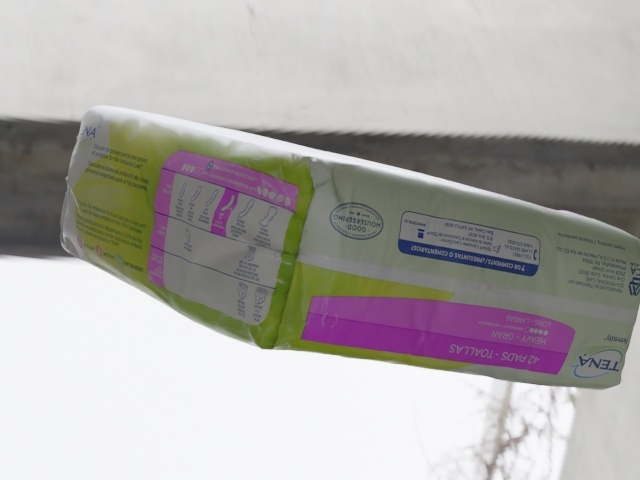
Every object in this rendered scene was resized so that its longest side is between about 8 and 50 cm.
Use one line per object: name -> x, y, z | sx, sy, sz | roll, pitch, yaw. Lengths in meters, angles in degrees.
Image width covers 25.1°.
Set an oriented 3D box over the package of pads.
package of pads -> 0.000, 0.000, 0.819 | 0.229, 0.296, 0.101 | 10, -86, -32
